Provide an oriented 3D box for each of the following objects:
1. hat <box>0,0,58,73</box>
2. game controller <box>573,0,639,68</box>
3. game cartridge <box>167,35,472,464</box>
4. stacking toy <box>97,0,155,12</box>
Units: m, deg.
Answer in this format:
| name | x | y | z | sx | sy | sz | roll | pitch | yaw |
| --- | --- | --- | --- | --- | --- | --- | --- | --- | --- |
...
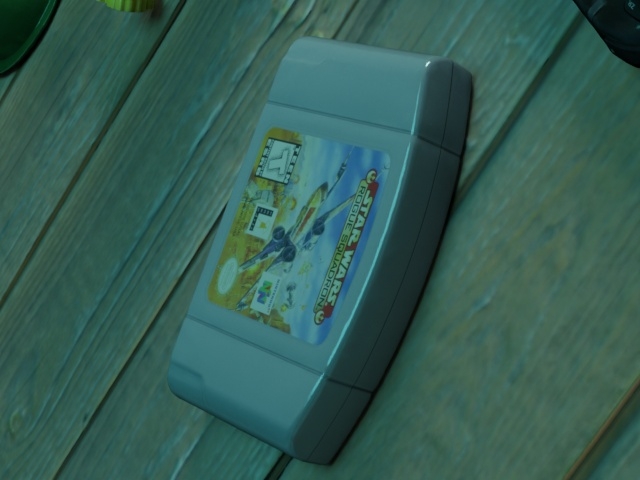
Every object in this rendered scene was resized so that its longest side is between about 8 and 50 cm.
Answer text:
| name | x | y | z | sx | sy | sz | roll | pitch | yaw |
| --- | --- | --- | --- | --- | --- | --- | --- | --- | --- |
| hat | -0.390 | -0.274 | 1.661 | 0.208 | 0.183 | 0.173 | -60 | 39 | 9 |
| game controller | 0.198 | -0.249 | 1.050 | 0.166 | 0.067 | 0.319 | -38 | 45 | 13 |
| game cartridge | 0.000 | 0.000 | 1.165 | 0.198 | 0.062 | 0.297 | 17 | 86 | 57 |
| stacking toy | -0.221 | -0.321 | 1.521 | 0.221 | 0.052 | 0.167 | 29 | 118 | 44 |
